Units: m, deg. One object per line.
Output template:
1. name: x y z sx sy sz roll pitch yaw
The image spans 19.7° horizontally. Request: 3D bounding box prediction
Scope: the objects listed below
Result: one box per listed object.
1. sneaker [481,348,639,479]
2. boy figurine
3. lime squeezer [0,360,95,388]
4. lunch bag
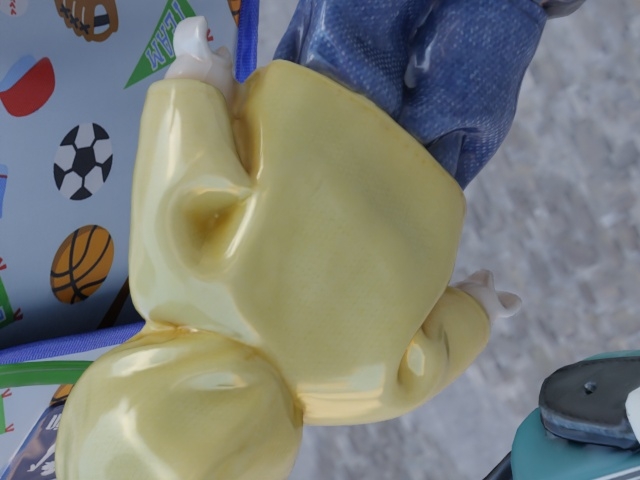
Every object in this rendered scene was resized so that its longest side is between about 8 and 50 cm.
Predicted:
1. sneaker: 0.116 0.063 0.406 0.302 0.121 0.108 132 122 -72
2. boy figurine: 0.000 0.000 0.691 0.177 0.285 0.092 34 167 -26
3. lime squeezer: -0.080 0.115 1.048 0.059 0.110 0.310 31 165 46
4. lunch bag: -0.209 0.000 1.174 0.239 0.328 0.385 17 109 37
